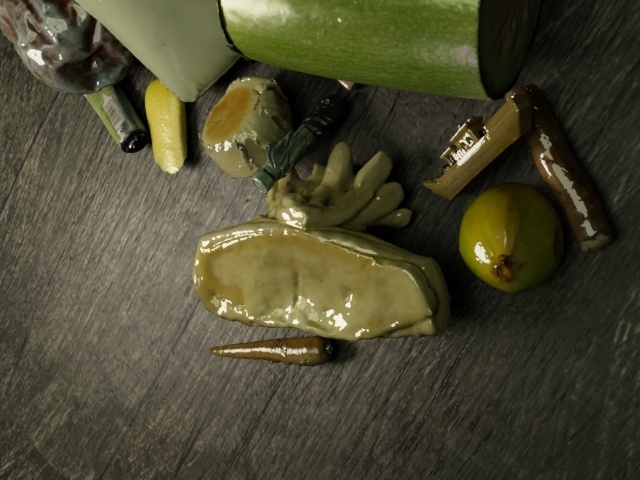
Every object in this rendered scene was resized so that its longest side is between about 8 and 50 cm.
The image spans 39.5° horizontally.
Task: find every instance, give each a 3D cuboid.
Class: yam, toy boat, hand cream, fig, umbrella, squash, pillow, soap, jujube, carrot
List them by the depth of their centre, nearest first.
[{"bbox_3d":[0.072,-0.332,1.164,0.384,0.263,0.263,14,100,25],"label":"squash"},{"bbox_3d":[0.313,-0.096,1.165,0.057,0.057,0.241,-31,77,30],"label":"yam"},{"bbox_3d":[0.252,-0.002,1.176,0.136,0.120,0.153,-53,43,29],"label":"fig"},{"bbox_3d":[0.208,-0.125,1.199,0.072,0.064,0.206,56,139,10],"label":"toy boat"},{"bbox_3d":[-0.035,-0.146,1.329,0.050,0.046,0.188,34,72,24],"label":"umbrella"},{"bbox_3d":[-0.239,-0.394,1.380,0.255,0.120,0.322,-39,111,20],"label":"pillow"},{"bbox_3d":[-0.084,0.178,1.441,0.254,0.049,0.049,-4,91,35],"label":"carrot"},{"bbox_3d":[-0.265,-0.197,1.537,0.089,0.033,0.168,-3,92,38],"label":"soap"},{"bbox_3d":[-0.449,-0.402,1.541,0.226,0.226,0.317,-49,63,25],"label":"jujube"},{"bbox_3d":[-0.371,-0.243,1.597,0.086,0.055,0.235,-50,58,24],"label":"hand cream"}]

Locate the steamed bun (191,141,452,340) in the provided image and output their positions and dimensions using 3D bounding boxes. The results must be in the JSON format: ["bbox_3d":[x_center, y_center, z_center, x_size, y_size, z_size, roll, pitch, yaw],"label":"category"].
[{"bbox_3d":[0.000,0.000,1.318,0.428,0.189,0.247,-1,117,34],"label":"steamed bun"}]

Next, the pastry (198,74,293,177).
[{"bbox_3d":[-0.114,-0.176,1.388,0.166,0.088,0.166,-23,49,30],"label":"pastry"}]

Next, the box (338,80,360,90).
[{"bbox_3d":[0.064,-0.280,1.328,0.048,0.025,0.115,47,115,19],"label":"box"}]
